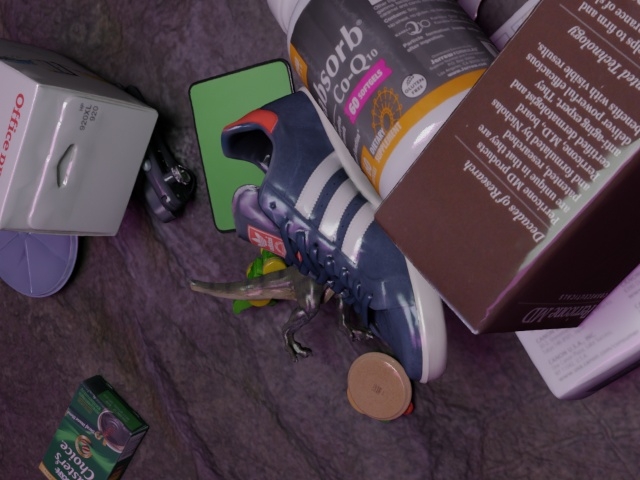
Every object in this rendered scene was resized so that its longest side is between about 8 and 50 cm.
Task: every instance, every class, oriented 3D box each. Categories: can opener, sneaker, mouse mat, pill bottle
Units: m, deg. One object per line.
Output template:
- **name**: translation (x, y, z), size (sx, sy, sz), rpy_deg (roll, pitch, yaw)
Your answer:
- **can opener**: translation (-0.215, -0.114, 1.039), size (0.073, 0.059, 0.186), rpy_deg (-27, 84, 18)
- **sneaker**: translation (0.000, 0.000, 0.822), size (0.131, 0.148, 0.350), rpy_deg (90, 159, -53)
- **mouse mat**: translation (-0.084, -0.109, 0.995), size (0.152, 0.007, 0.190), rpy_deg (-8, 94, 31)
- **pill bottle**: translation (0.066, -0.166, 0.778), size (0.162, 0.162, 0.278), rpy_deg (-49, 57, 28)

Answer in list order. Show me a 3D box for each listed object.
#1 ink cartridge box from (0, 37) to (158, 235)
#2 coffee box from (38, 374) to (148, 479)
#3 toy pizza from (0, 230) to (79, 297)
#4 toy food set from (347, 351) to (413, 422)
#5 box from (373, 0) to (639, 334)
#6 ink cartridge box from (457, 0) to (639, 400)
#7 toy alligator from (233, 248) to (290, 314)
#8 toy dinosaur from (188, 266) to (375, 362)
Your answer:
- **ink cartridge box**: translation (-0.346, -0.129, 1.000), size (0.232, 0.168, 0.171), rpy_deg (32, 107, 35)
- **coffee box**: translation (-0.327, 0.296, 1.197), size (0.113, 0.040, 0.184), rpy_deg (41, 117, 17)
- **toy pizza**: translation (-0.411, -0.019, 1.191), size (0.201, 0.032, 0.201), rpy_deg (7, 104, 30)
- **toy food set**: translation (0.068, 0.166, 0.951), size (0.082, 0.020, 0.083), rpy_deg (16, 107, 27)
- **box**: translation (0.234, -0.107, 0.612), size (0.381, 0.191, 0.143), rpy_deg (-52, 58, 25)
- **ink cartridge box**: translation (0.255, -0.095, 0.775), size (0.308, 0.091, 0.385), rpy_deg (-42, 61, 30)
- **toy alligator**: translation (-0.041, 0.020, 0.972), size (0.051, 0.056, 0.190), rpy_deg (23, 116, -20)
- **toy dinosaur**: translation (-0.002, 0.064, 0.926), size (0.268, 0.064, 0.118), rpy_deg (-15, 93, 8)
